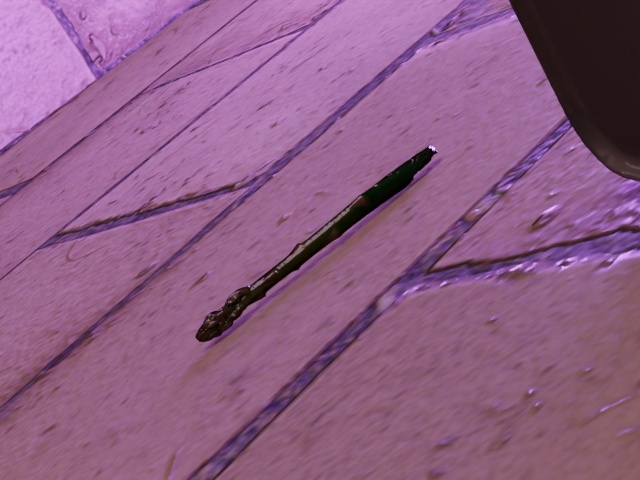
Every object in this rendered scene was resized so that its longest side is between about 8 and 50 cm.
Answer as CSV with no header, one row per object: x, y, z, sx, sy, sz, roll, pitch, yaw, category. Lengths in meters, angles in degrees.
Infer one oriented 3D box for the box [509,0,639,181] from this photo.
0.191,-0.103,0.634,0.178,0.138,0.274,-30,16,-8,box

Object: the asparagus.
0.000,0.000,0.936,0.166,0.016,0.013,-38,48,-19,asparagus
